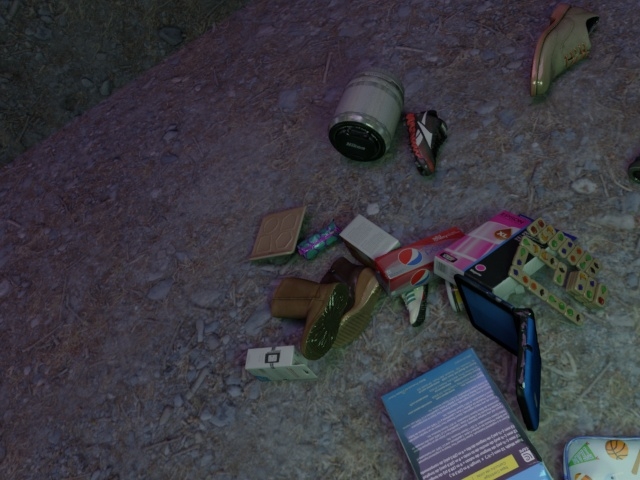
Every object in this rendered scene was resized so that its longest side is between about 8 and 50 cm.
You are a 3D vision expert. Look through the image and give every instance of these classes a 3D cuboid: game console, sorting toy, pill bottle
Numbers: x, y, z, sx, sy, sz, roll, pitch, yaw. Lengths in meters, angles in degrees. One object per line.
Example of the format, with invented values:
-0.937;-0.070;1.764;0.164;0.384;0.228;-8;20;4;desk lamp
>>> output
0.385;0.248;1.134;0.173;0.293;0.250;0;58;28;game console
-0.139;-0.020;1.732;0.193;0.038;0.208;-10;48;36;sorting toy
0.422;0.118;1.332;0.184;0.103;0.103;-14;52;16;pill bottle

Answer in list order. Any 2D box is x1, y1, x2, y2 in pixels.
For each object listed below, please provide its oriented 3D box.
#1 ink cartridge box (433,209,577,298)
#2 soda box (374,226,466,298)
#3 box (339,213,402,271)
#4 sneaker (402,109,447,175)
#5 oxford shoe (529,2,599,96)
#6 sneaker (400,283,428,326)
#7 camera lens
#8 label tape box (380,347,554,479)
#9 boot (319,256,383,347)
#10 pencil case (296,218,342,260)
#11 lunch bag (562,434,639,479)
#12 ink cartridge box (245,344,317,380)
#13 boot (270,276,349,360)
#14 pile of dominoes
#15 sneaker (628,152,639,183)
0.475;0.019;1.309;0.370;0.069;0.175;-27;40;-29;ink cartridge box
0.283;0.057;1.405;0.263;0.084;0.092;-21;44;-13;soda box
0.157;0.025;1.510;0.091;0.130;0.170;-45;49;-8;box
0.353;-0.329;1.688;0.135;0.098;0.276;-16;50;18;sneaker
0.783;-0.618;1.663;0.146;0.140;0.397;20;69;27;oxford shoe
0.249;0.166;1.417;0.075;0.057;0.161;-3;52;26;sneaker
0.160;-0.426;1.771;0.219;0.219;0.274;5;60;29;camera lens
0.322;0.452;1.140;0.249;0.115;0.348;-30;51;6;label tape box
0.061;0.175;1.504;0.248;0.090;0.206;-53;38;-10;boot
0.000;0.000;1.645;0.151;0.070;0.065;-35;86;1;pencil case
0.608;0.499;0.967;0.303;0.115;0.243;-6;57;21;lunch bag
-0.104;0.341;1.430;0.180;0.104;0.060;-9;53;20;ink cartridge box
-0.054;0.214;1.464;0.269;0.089;0.236;-3;50;51;boot
0.576;0.065;1.224;0.196;0.251;0.040;-62;13;-24;pile of dominoes
0.932;-0.178;1.298;0.267;0.101;0.106;26;69;37;sneaker
